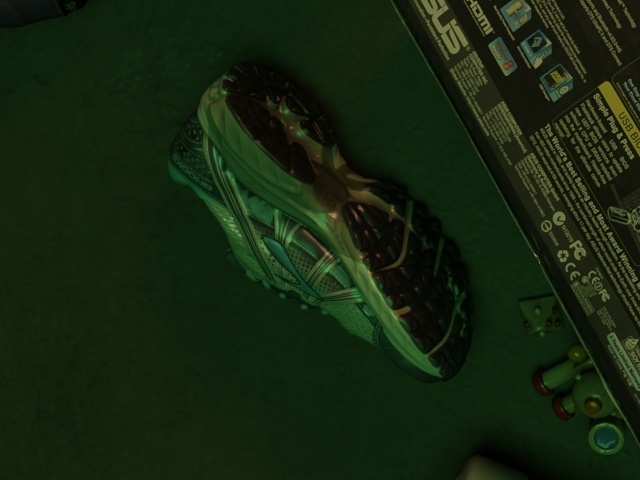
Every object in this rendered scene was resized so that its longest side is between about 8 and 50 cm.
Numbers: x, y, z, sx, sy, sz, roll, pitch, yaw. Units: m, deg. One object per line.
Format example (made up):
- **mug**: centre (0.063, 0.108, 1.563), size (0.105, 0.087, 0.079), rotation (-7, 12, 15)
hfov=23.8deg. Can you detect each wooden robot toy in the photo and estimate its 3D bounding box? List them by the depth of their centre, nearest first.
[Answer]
- **wooden robot toy**: centre (0.205, 0.120, 1.141), size (0.076, 0.079, 0.173), rotation (-37, 98, 22)

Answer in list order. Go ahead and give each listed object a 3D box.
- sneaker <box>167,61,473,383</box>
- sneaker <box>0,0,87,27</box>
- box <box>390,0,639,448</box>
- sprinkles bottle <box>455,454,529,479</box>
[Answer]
- **sneaker**: centre (0.000, 0.000, 1.148), size (0.283, 0.110, 0.122), rotation (49, 131, -5)
- **sneaker**: centre (-0.231, -0.296, 1.091), size (0.124, 0.107, 0.283), rotation (-9, 112, 1)
- **box**: centre (0.258, -0.093, 0.941), size (0.318, 0.097, 0.395), rotation (-37, 67, 25)
- **sprinkles bottle**: centre (0.256, 0.288, 1.170), size (0.355, 0.121, 0.121), rotation (23, 114, 4)
